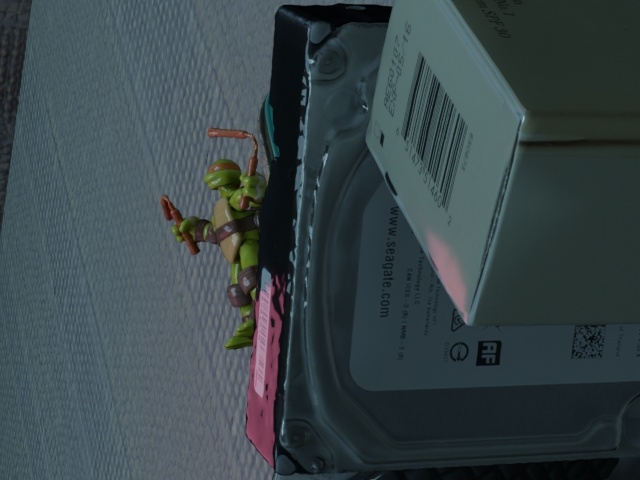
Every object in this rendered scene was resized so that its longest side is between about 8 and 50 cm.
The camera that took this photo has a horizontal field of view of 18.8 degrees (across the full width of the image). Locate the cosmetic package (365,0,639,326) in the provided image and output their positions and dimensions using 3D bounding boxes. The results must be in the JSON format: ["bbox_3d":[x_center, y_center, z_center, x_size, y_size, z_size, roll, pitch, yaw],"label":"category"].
[{"bbox_3d":[0.194,-0.049,0.883,0.160,0.309,0.113,-117,31,-51],"label":"cosmetic package"}]

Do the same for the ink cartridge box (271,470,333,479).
[{"bbox_3d":[0.011,0.218,1.672,0.063,0.109,0.150,111,175,-47],"label":"ink cartridge box"}]

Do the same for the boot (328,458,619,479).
[{"bbox_3d":[0.120,0.055,1.215,0.118,0.338,0.223,52,-174,-36],"label":"boot"}]

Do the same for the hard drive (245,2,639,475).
[{"bbox_3d":[0.136,-0.001,1.013,0.064,0.339,0.237,-142,54,-64],"label":"hard drive"}]

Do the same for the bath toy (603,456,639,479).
[{"bbox_3d":[0.131,0.031,1.359,0.151,0.129,0.348,114,149,-51],"label":"bath toy"}]

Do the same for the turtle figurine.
[{"bbox_3d":[-0.091,0.004,2.088,0.269,0.087,0.217,-33,66,58],"label":"turtle figurine"}]

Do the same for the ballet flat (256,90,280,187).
[{"bbox_3d":[0.000,0.000,1.830,0.106,0.107,0.316,82,-175,-66],"label":"ballet flat"}]
